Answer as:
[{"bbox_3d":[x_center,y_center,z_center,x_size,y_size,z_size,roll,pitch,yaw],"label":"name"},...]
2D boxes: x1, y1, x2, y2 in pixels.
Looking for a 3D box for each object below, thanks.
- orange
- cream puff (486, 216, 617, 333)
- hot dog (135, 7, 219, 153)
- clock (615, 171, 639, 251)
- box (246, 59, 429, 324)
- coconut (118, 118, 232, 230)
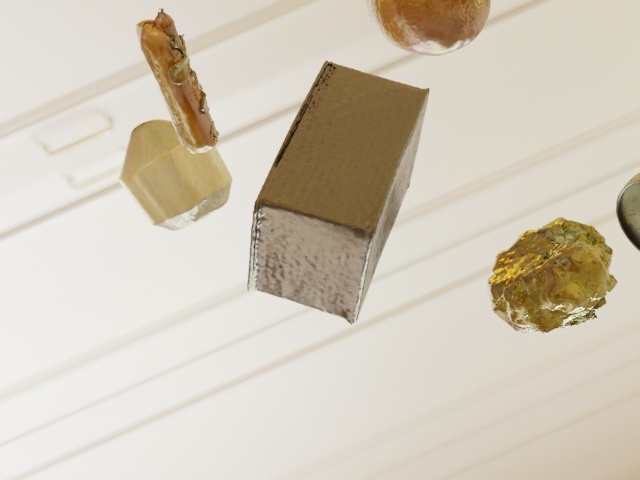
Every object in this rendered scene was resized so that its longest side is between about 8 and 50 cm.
[{"bbox_3d":[0.192,-0.419,2.279,0.179,0.237,0.158,1,-97,59],"label":"orange"},{"bbox_3d":[0.467,0.085,2.458,0.185,0.282,0.282,55,3,-16],"label":"cream puff"},{"bbox_3d":[-0.222,-0.246,1.957,0.109,0.072,0.269,-118,-173,-47],"label":"hot dog"},{"bbox_3d":[0.718,-0.043,2.581,0.226,0.049,0.226,33,-34,27],"label":"clock"},{"bbox_3d":[0.024,-0.063,1.523,0.184,0.143,0.273,97,13,-49],"label":"box"},{"bbox_3d":[-0.290,-0.136,2.436,0.222,0.202,0.202,60,1,-13],"label":"coconut"}]
